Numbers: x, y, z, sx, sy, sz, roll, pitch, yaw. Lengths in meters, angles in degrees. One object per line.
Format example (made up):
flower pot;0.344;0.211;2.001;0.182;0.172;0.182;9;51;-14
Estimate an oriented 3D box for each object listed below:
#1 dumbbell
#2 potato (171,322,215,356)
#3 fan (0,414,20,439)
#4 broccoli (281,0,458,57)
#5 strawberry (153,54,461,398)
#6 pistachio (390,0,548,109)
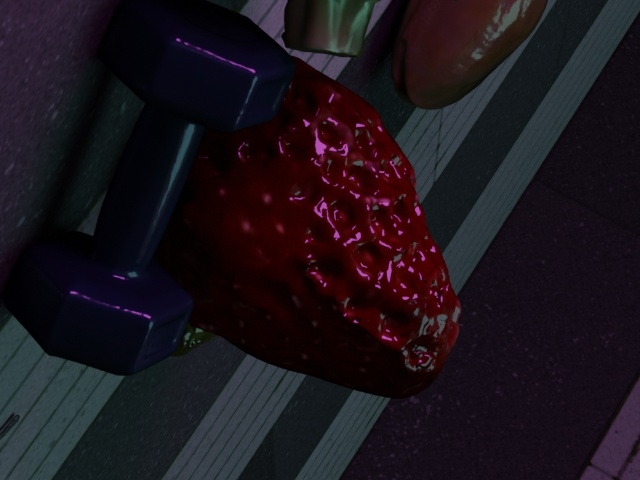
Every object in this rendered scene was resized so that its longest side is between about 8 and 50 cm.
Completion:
dumbbell;-0.147;-0.048;1.592;0.144;0.160;0.324;-103;-146;-65
potato;-0.119;0.050;1.991;0.188;0.105;0.085;-48;160;-31
fan;-0.337;0.224;1.751;0.175;0.005;0.113;-50;162;-35
broccoli;0.045;-0.290;1.534;0.235;0.288;0.259;-28;-119;54
strawberry;0.000;0.000;1.796;0.295;0.345;0.317;-40;156;-40
pistachio;0.188;-0.279;2.330;0.213;0.163;0.260;19;104;-43
